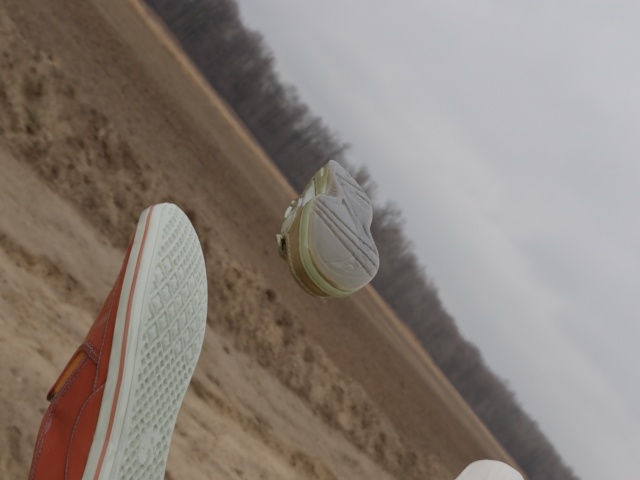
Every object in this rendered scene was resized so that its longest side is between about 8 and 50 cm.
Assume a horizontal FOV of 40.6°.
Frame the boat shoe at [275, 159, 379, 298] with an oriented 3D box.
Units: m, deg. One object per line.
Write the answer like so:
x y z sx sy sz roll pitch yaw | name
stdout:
-0.001 -0.002 0.509 0.056 0.048 0.153 46 19 -17 | boat shoe

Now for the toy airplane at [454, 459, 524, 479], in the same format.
0.062 0.384 0.761 0.272 0.384 0.386 138 -46 -55 | toy airplane

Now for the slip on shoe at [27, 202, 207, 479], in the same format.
-0.171 0.118 0.707 0.123 0.101 0.331 54 43 -60 | slip on shoe
